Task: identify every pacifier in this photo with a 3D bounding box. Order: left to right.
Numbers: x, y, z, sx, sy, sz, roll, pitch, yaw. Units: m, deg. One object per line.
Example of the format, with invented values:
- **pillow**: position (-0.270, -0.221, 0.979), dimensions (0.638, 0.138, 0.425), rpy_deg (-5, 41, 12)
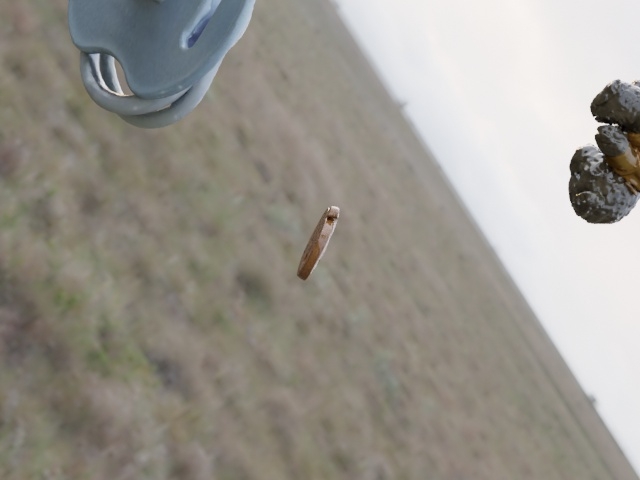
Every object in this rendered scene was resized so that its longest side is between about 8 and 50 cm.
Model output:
- **pacifier**: position (-0.195, -0.261, 1.614), dimensions (0.233, 0.244, 0.299), rpy_deg (31, 5, -42)

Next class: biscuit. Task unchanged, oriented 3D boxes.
- **biscuit**: position (0.000, 0.000, 1.642), dimensions (0.015, 0.078, 0.091), rpy_deg (27, 25, -5)

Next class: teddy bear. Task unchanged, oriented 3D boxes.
- **teddy bear**: position (0.391, -0.106, 2.143), dimensions (0.140, 0.190, 0.177), rpy_deg (40, 16, 14)
